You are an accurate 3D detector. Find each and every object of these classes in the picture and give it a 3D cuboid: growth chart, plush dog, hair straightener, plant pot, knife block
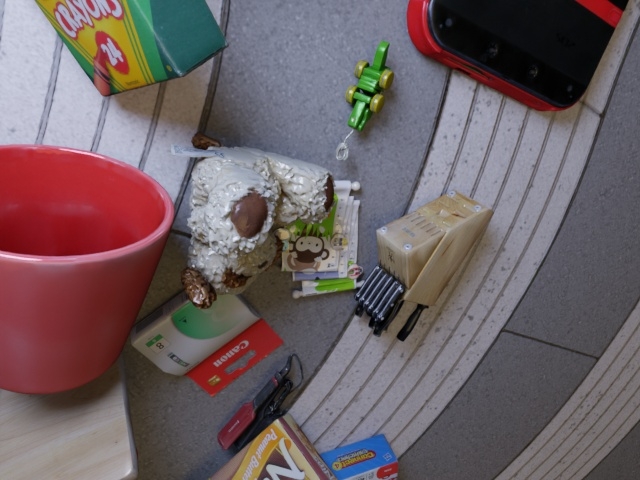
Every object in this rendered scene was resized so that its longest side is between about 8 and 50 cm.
[{"bbox_3d":[0.000,0.000,0.867,0.172,0.021,0.237,-12,118,-15],"label":"growth chart"},{"bbox_3d":[-0.128,-0.019,0.717,0.262,0.210,0.225,-27,138,-57],"label":"plush dog"},{"bbox_3d":[-0.108,0.323,0.979,0.230,0.047,0.089,-55,141,4],"label":"hair straightener"},{"bbox_3d":[-0.345,0.042,0.629,0.275,0.275,0.243,5,123,-23],"label":"plant pot"},{"bbox_3d":[0.191,0.063,0.927,0.276,0.088,0.242,-28,133,-19],"label":"knife block"}]

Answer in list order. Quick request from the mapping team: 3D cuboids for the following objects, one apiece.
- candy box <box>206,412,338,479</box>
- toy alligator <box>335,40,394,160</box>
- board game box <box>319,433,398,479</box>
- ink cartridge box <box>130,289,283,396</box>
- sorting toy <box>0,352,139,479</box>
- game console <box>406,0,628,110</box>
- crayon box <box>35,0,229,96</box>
[{"bbox_3d":[-0.136,0.522,0.970,0.316,0.183,0.087,-41,164,2],"label":"candy box"},{"bbox_3d":[0.072,-0.215,0.773,0.051,0.056,0.189,-16,130,-62],"label":"toy alligator"},{"bbox_3d":[0.025,0.635,1.150,0.308,0.086,0.302,-12,118,-16],"label":"board game box"},{"bbox_3d":[-0.188,0.181,0.864,0.181,0.056,0.224,-36,120,-1],"label":"ink cartridge box"},{"bbox_3d":[-0.403,0.300,0.729,0.257,0.255,0.089,-22,136,-10],"label":"sorting toy"},{"bbox_3d":[0.344,-0.417,0.783,0.386,0.060,0.342,13,104,-27],"label":"game console"},{"bbox_3d":[-0.254,-0.317,0.502,0.081,0.202,0.318,-48,126,-30],"label":"crayon box"}]
